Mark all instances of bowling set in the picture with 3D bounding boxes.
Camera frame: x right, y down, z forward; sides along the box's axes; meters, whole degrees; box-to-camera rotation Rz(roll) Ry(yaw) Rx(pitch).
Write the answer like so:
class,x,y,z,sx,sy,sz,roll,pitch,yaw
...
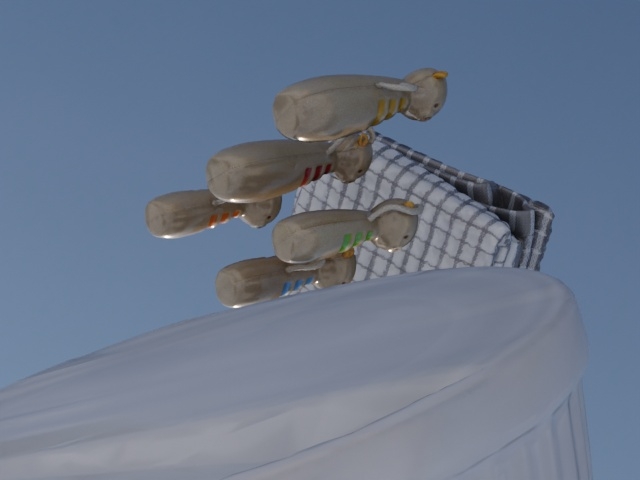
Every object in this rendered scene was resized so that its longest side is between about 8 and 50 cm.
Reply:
class,x,y,z,sx,sy,sz,roll,pitch,yaw
bowling set,0.000,0.000,1.453,0.287,0.154,0.200,-30,-105,52

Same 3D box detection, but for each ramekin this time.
class,x,y,z,sx,sy,sz,roll,pitch,yaw
ramekin,-0.025,0.109,0.647,0.273,0.273,0.127,-10,-80,32

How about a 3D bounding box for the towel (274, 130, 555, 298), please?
class,x,y,z,sx,sy,sz,roll,pitch,yaw
towel,0.071,0.051,1.652,0.235,0.121,0.284,29,-63,33
